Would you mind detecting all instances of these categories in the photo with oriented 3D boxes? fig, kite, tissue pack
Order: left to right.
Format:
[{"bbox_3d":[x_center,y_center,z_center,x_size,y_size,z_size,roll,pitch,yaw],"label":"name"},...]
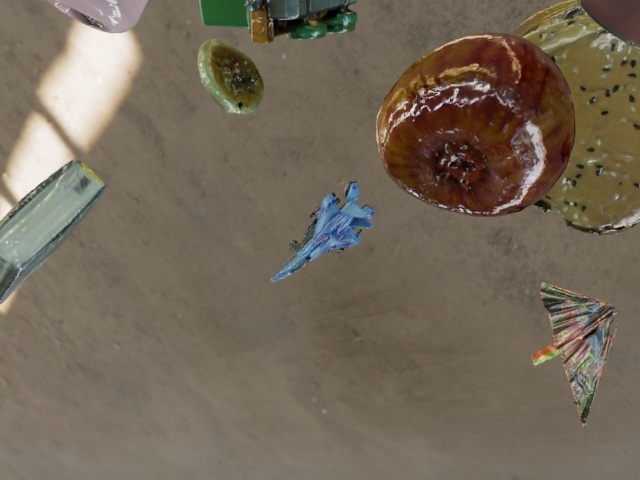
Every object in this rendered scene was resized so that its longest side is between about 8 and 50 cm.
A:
[{"bbox_3d":[-0.443,-0.009,1.187,0.081,0.185,0.257,45,147,-11],"label":"tissue pack"},{"bbox_3d":[0.155,-0.123,0.720,0.175,0.207,0.175,18,134,20],"label":"fig"},{"bbox_3d":[0.372,0.153,1.139,0.014,0.241,0.183,9,148,-26],"label":"kite"}]

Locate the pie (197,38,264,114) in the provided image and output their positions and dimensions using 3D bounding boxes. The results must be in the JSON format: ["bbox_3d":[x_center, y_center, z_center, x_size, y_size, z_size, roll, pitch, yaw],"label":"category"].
[{"bbox_3d":[-0.086,-0.160,0.758,0.021,0.084,0.084,-28,110,36],"label":"pie"}]

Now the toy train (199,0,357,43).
[{"bbox_3d":[-0.074,-0.502,1.552,0.249,0.429,0.178,9,115,24],"label":"toy train"}]

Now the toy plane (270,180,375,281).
[{"bbox_3d":[-0.004,-0.005,1.513,0.078,0.246,0.169,57,-176,40],"label":"toy plane"}]

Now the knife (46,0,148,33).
[{"bbox_3d":[-0.180,-0.178,0.312,0.081,0.043,0.336,22,176,28],"label":"knife"}]

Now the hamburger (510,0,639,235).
[{"bbox_3d":[0.386,-0.191,1.090,0.318,0.195,0.277,36,128,1],"label":"hamburger"}]

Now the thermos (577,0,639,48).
[{"bbox_3d":[0.334,-0.276,0.605,0.177,0.145,0.265,64,152,16],"label":"thermos"}]
